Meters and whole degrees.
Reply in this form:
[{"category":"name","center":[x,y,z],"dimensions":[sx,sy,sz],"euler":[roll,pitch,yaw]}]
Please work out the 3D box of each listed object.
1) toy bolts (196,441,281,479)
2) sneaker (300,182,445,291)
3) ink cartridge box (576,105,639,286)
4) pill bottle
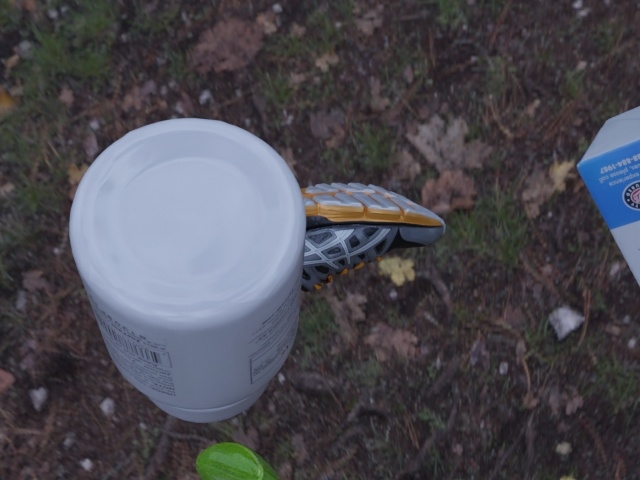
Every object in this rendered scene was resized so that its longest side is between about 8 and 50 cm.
[{"category":"toy bolts","center":[-0.006,0.261,0.617],"dimensions":[0.218,0.158,0.228],"euler":[10,71,51]},{"category":"sneaker","center":[0.000,0.000,0.903],"dimensions":[0.215,0.084,0.083],"euler":[-2,105,-18]},{"category":"ink cartridge box","center":[0.271,0.016,0.656],"dimensions":[0.134,0.231,0.078],"euler":[-22,15,36]},{"category":"pill bottle","center":[-0.077,0.034,0.695],"dimensions":[0.131,0.229,0.131],"euler":[1,64,-3]}]
